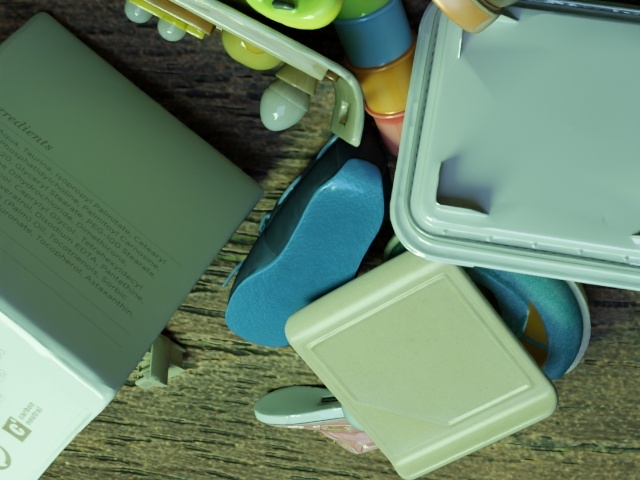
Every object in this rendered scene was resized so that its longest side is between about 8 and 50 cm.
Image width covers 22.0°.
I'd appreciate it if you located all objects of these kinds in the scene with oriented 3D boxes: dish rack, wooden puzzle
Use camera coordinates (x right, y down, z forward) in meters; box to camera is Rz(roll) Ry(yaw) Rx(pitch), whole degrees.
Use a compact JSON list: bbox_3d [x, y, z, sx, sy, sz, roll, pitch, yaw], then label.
[{"bbox_3d":[0.244,-0.106,1.598,0.333,0.285,0.072,9,172,7],"label":"dish rack"},{"bbox_3d":[0.111,0.131,1.813,0.221,0.044,0.238,-30,106,27],"label":"wooden puzzle"}]

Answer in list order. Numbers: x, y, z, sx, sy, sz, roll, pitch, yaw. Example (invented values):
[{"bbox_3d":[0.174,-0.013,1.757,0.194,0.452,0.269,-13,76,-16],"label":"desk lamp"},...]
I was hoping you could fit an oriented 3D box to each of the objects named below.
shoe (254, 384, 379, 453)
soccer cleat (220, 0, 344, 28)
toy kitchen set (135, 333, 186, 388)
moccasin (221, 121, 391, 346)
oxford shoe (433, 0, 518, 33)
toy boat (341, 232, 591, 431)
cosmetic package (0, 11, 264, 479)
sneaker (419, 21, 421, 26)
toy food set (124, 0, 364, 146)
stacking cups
[{"bbox_3d":[0.008,0.230,2.084,0.178,0.063,0.081,-7,123,16],"label":"shoe"},{"bbox_3d":[-0.047,-0.257,1.584,0.121,0.289,0.093,36,88,-40],"label":"soccer cleat"},{"bbox_3d":[-0.223,0.162,2.074,0.075,0.068,0.083,-26,139,33],"label":"toy kitchen set"},{"bbox_3d":[0.000,0.000,1.856,0.138,0.116,0.342,24,138,-17],"label":"moccasin"},{"bbox_3d":[0.082,-0.368,1.506,0.133,0.130,0.363,-34,106,26],"label":"oxford shoe"},{"bbox_3d":[0.149,0.105,1.879,0.267,0.148,0.318,39,129,-18],"label":"toy boat"},{"bbox_3d":[-0.331,0.035,1.766,0.327,0.393,0.329,39,130,-5],"label":"cosmetic package"},{"bbox_3d":[0.146,-0.190,1.700,0.069,0.038,0.098,-6,128,22],"label":"sneaker"},{"bbox_3d":[-0.101,-0.185,1.648,0.306,0.220,0.092,27,95,-8],"label":"toy food set"},{"bbox_3d":[0.047,-0.216,1.668,0.096,0.096,0.316,-6,127,21],"label":"stacking cups"}]
